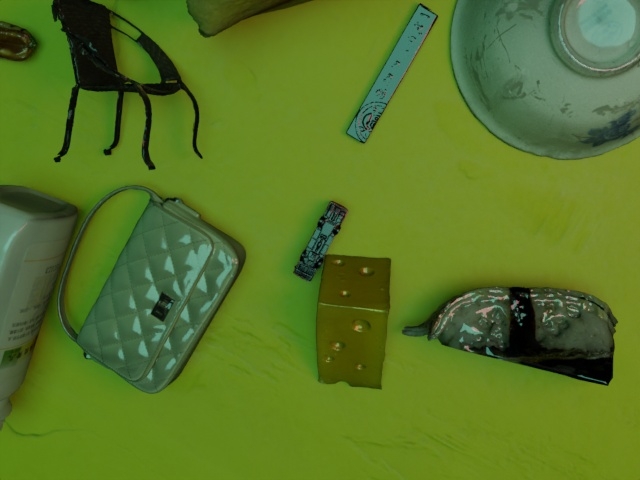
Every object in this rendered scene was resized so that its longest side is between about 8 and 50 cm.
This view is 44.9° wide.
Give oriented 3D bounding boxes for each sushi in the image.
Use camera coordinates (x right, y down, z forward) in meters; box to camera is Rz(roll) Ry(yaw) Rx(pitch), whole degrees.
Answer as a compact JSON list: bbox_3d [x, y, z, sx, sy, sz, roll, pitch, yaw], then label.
[{"bbox_3d":[0.250,0.103,1.007,0.273,0.134,0.109,13,85,16],"label":"sushi"}]

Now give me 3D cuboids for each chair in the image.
[{"bbox_3d":[-0.247,-0.198,0.958,0.149,0.174,0.213,0,102,21],"label":"chair"}]

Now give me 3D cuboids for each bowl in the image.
[{"bbox_3d":[0.322,-0.251,0.930,0.314,0.146,0.313,0,98,2],"label":"bowl"}]

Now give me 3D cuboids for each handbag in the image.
[{"bbox_3d":[-0.243,0.059,1.038,0.219,0.079,0.256,30,97,2],"label":"handbag"}]

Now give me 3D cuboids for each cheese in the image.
[{"bbox_3d":[0.043,0.125,1.037,0.093,0.126,0.171,3,118,4],"label":"cheese"}]

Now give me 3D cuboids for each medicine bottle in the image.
[{"bbox_3d":[-0.423,0.097,0.999,0.124,0.179,0.324,19,99,0],"label":"medicine bottle"}]

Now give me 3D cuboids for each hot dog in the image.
[{"bbox_3d":[-0.432,-0.268,1.025,0.122,0.037,0.049,16,110,6],"label":"hot dog"}]

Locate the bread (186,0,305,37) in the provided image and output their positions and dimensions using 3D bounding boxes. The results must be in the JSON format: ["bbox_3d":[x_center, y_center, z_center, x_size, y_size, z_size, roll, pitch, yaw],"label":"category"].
[{"bbox_3d":[-0.013,-0.396,0.884,0.362,0.233,0.244,-17,96,6],"label":"bread"}]

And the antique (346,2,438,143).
[{"bbox_3d":[0.093,-0.216,1.011,0.031,0.015,0.192,30,98,-1],"label":"antique"}]

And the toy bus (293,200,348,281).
[{"bbox_3d":[0.000,0.000,1.032,0.031,0.043,0.110,28,96,-4],"label":"toy bus"}]
